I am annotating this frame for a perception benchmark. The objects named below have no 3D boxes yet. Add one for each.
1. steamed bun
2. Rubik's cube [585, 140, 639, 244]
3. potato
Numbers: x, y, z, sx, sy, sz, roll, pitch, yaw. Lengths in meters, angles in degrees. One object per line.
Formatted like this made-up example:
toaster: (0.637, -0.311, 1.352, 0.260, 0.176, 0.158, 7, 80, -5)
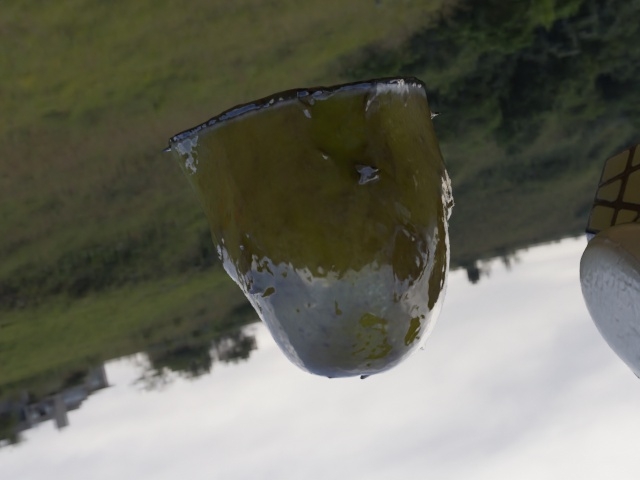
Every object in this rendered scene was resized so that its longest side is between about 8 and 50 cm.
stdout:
steamed bun: (0.402, 0.068, 1.229, 0.131, 0.177, 0.228, -17, -146, -12)
Rubik's cube: (0.516, -0.009, 1.433, 0.264, 0.318, 0.319, 8, -163, 31)
potato: (0.000, 0.000, 1.143, 0.290, 0.295, 0.397, -11, 177, -13)
